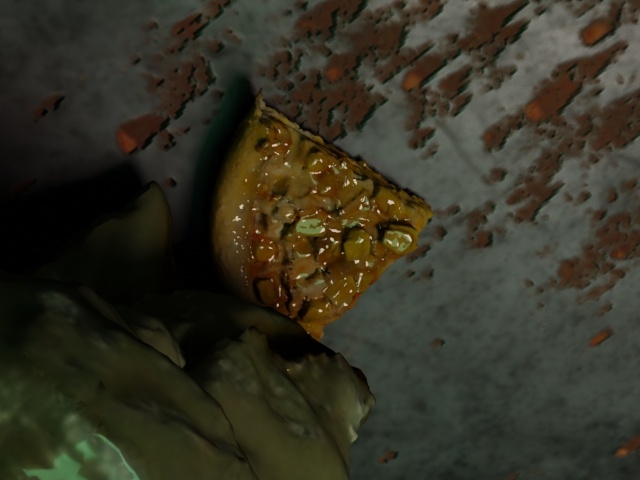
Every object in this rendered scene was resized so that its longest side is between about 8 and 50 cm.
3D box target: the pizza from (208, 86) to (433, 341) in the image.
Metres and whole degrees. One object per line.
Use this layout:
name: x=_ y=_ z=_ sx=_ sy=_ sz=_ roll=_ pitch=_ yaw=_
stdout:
pizza: x=0.000 y=0.000 z=0.818 sx=0.130 sy=0.041 sz=0.178 roll=3 pitch=121 yaw=-12

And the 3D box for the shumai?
shumai: x=-0.125 y=0.116 z=0.695 sx=0.397 sy=0.323 sz=0.324 roll=-27 pitch=99 yaw=37
